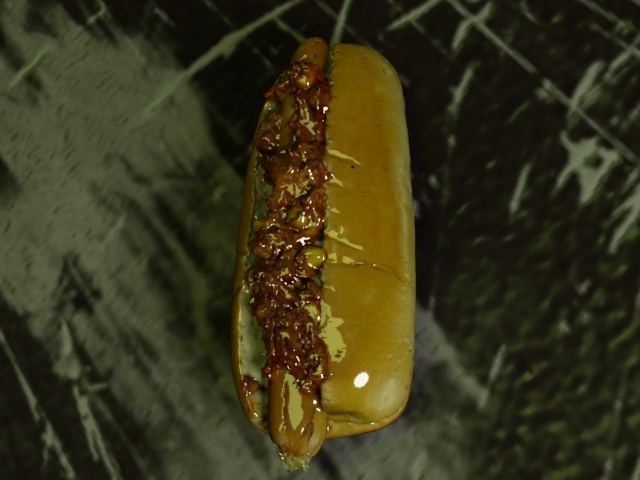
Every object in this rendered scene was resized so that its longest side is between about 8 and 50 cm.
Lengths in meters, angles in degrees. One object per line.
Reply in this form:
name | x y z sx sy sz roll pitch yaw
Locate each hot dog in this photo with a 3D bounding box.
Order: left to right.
hot dog | 0.000 0.000 0.790 0.102 0.076 0.249 -9 62 24
